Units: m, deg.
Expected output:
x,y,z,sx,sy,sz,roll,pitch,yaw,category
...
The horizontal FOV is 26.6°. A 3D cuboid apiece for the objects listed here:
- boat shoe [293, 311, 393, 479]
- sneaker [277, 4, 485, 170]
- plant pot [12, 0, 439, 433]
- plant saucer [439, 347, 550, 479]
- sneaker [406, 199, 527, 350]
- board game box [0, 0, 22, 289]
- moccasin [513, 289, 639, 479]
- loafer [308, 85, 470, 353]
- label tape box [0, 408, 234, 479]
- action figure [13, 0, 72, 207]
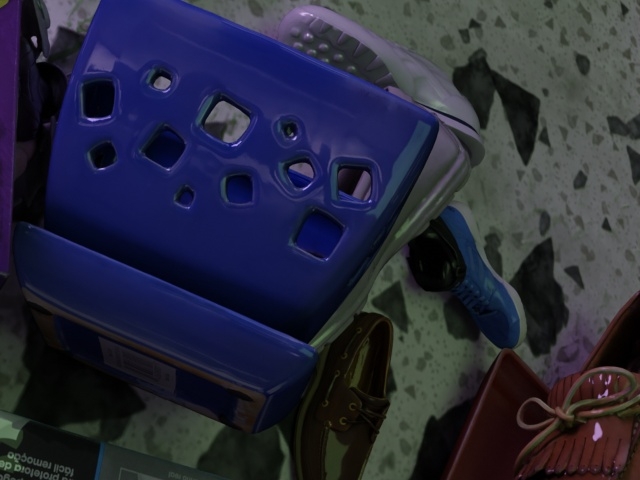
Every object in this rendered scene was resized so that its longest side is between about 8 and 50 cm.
x,y,z,sx,sy,sz,roll,pitch,yaw,category
0.023,0.141,1.134,0.064,0.060,0.178,27,63,-34,boat shoe
0.053,-0.145,1.227,0.235,0.090,0.095,35,40,-31,sneaker
-0.078,-0.004,0.925,0.236,0.236,0.212,23,73,0,plant pot
0.188,0.277,1.257,0.259,0.047,0.258,46,53,-25,plant saucer
0.130,0.043,1.252,0.084,0.058,0.152,-27,94,-48,sneaker
-0.286,-0.126,0.810,0.208,0.056,0.347,16,47,-28,board game box
0.254,0.166,1.217,0.380,0.139,0.147,-41,106,-40,moccasin
0.000,0.000,1.112,0.111,0.112,0.319,48,58,-13,loafer
-0.170,0.305,0.893,0.240,0.106,0.334,24,64,-35,label tape box
-0.276,-0.100,0.908,0.285,0.099,0.185,-4,75,-46,action figure
